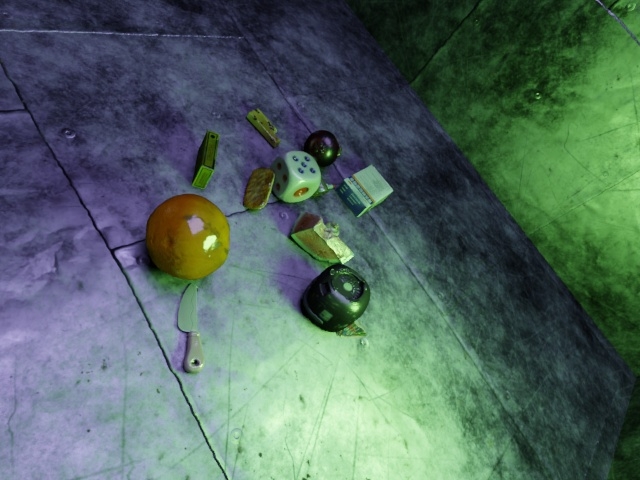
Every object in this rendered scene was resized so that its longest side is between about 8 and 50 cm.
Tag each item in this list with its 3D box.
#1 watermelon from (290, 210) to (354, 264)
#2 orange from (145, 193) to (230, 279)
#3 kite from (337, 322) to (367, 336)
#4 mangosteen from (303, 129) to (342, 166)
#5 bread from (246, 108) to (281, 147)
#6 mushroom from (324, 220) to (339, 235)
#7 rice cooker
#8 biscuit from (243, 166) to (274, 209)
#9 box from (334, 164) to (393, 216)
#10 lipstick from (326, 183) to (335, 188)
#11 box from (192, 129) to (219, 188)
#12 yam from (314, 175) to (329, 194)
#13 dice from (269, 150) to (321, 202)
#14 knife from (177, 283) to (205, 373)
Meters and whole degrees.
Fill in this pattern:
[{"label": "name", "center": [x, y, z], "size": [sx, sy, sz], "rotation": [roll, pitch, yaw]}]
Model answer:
[{"label": "watermelon", "center": [0.000, 0.000, 1.896], "size": [0.318, 0.226, 0.148], "rotation": [40, 71, 10]}, {"label": "orange", "center": [-0.472, -0.013, 1.495], "size": [0.311, 0.312, 0.313], "rotation": [19, 51, -24]}, {"label": "kite", "center": [0.112, 0.356, 1.855], "size": [0.241, 0.014, 0.183], "rotation": [47, 44, 3]}, {"label": "mangosteen", "center": [0.010, -0.500, 2.266], "size": [0.209, 0.210, 0.210], "rotation": [19, 51, -24]}, {"label": "bread", "center": [-0.290, -0.598, 2.211], "size": [0.226, 0.049, 0.088], "rotation": [47, 45, 1]}, {"label": "mushroom", "center": [0.063, -0.062, 2.065], "size": [0.085, 0.079, 0.085], "rotation": [16, 54, -23]}, {"label": "rice cooker", "center": [0.068, 0.238, 1.752], "size": [0.266, 0.224, 0.268], "rotation": [14, 50, -18]}, {"label": "biscuit", "center": [-0.285, -0.244, 1.936], "size": [0.118, 0.029, 0.248], "rotation": [4, 58, 12]}, {"label": "box", "center": [0.249, -0.281, 2.336], "size": [0.200, 0.106, 0.299], "rotation": [51, 47, 6]}, {"label": "lipstick", "center": [0.039, -0.288, 2.242], "size": [0.129, 0.030, 0.030], "rotation": [-19, 72, -42]}, {"label": "box", "center": [-0.502, -0.355, 1.824], "size": [0.064, 0.141, 0.220], "rotation": [15, 52, -26]}, {"label": "yam", "center": [-0.035, -0.311, 2.153], "size": [0.107, 0.107, 0.183], "rotation": [-17, 72, -42]}, {"label": "dice", "center": [-0.127, -0.309, 2.024], "size": [0.193, 0.193, 0.192], "rotation": [-10, 65, -38]}, {"label": "knife", "center": [-0.464, 0.304, 1.473], "size": [0.081, 0.043, 0.336], "rotation": [2, 53, -27]}]
